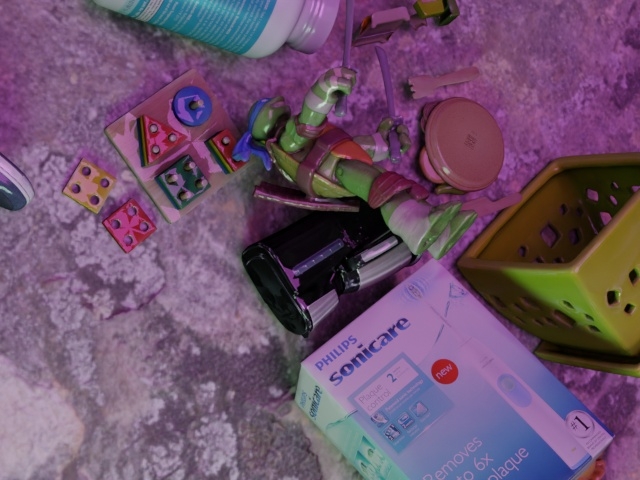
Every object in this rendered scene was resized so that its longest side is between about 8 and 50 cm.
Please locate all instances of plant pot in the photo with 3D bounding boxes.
[{"bbox_3d":[0.350,0.037,1.577,0.228,0.227,0.207,-45,112,-21],"label":"plant pot"}]

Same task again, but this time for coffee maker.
[{"bbox_3d":[0.000,0.000,1.482,0.178,0.120,0.171,-31,69,-24],"label":"coffee maker"}]

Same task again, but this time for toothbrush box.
[{"bbox_3d":[0.146,0.202,1.451,0.216,0.126,0.295,-36,70,-22],"label":"toothbrush box"}]

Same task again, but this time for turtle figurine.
[{"bbox_3d":[0.067,-0.120,1.379,0.275,0.197,0.266,-40,71,-23],"label":"turtle figurine"}]

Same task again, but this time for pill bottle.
[{"bbox_3d":[-0.114,-0.292,1.416,0.264,0.146,0.146,17,80,-23],"label":"pill bottle"}]

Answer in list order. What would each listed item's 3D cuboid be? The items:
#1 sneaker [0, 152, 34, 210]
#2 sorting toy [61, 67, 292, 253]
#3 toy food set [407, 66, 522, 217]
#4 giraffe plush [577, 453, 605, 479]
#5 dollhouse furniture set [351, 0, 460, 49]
[{"bbox_3d":[-0.421,-0.047,1.282,0.226,0.086,0.163,28,64,-11],"label":"sneaker"},{"bbox_3d":[-0.159,-0.105,1.439,0.274,0.046,0.132,-38,102,-22],"label":"sorting toy"},{"bbox_3d":[0.175,-0.120,1.606,0.132,0.038,0.192,-17,89,-32],"label":"toy food set"},{"bbox_3d":[0.294,0.306,1.569,0.210,0.181,0.170,-1,78,-31],"label":"giraffe plush"},{"bbox_3d":[0.098,-0.287,1.560,0.152,0.076,0.058,-17,81,-27],"label":"dollhouse furniture set"}]
